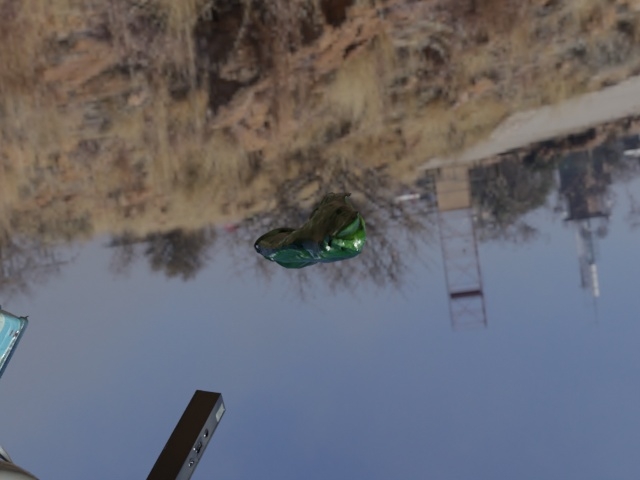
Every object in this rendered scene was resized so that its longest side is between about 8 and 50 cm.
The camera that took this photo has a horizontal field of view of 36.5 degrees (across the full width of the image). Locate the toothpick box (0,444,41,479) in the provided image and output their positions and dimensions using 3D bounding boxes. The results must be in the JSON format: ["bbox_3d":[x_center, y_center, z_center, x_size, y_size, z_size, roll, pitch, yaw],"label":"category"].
[{"bbox_3d":[-0.404,0.306,1.006,0.229,0.229,0.316,-11,-169,-33],"label":"toothpick box"}]

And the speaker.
[{"bbox_3d":[-0.195,0.300,1.417,0.046,0.040,0.191,5,-143,18],"label":"speaker"}]

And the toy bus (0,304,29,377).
[{"bbox_3d":[-0.474,0.078,1.032,0.271,0.133,0.165,24,170,2],"label":"toy bus"}]

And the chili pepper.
[{"bbox_3d":[-0.002,-0.003,1.000,0.108,0.062,0.216,-33,-175,-11],"label":"chili pepper"}]
